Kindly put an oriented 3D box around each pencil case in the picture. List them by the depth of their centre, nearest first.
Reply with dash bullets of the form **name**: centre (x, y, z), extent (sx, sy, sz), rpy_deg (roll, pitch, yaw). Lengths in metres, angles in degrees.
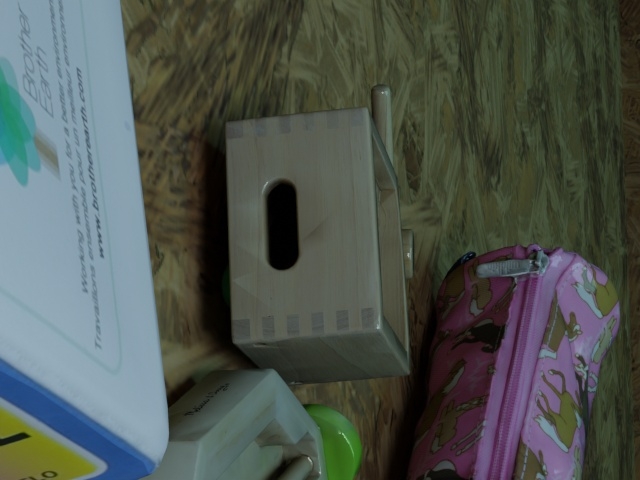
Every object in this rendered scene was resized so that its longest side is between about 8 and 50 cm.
- **pencil case**: centre (0.133, 0.166, 1.193), extent (0.167, 0.160, 0.386), rpy_deg (48, 36, -22)

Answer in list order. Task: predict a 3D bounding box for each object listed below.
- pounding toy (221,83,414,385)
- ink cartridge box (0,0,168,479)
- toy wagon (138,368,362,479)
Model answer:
- **pounding toy**: centre (0.001, -0.007, 0.954), extent (0.206, 0.094, 0.181), rpy_deg (58, 28, -71)
- **ink cartridge box**: centre (-0.181, -0.122, 0.274), extent (0.395, 0.151, 0.270), rpy_deg (53, 24, -60)
- **toy wagon**: centre (-0.035, 0.249, 0.831), extent (0.267, 0.068, 0.344), rpy_deg (-38, 123, -67)
